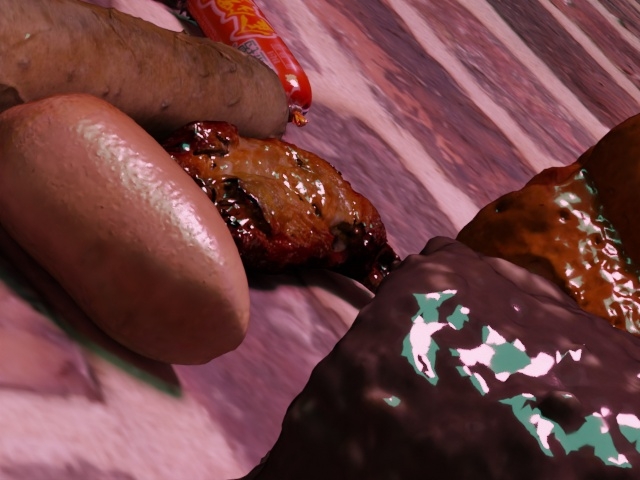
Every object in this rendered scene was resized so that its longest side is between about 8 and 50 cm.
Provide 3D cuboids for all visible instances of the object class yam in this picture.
[{"bbox_3d":[-0.140,-0.087,0.857,0.083,0.083,0.371,46,21,23],"label":"yam"}]

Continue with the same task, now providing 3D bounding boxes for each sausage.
[{"bbox_3d":[-0.045,-0.121,1.133,0.050,0.048,0.145,11,35,-41],"label":"sausage"}]

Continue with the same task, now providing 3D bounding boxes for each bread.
[{"bbox_3d":[0.157,0.037,0.868,0.232,0.247,0.135,7,47,-36],"label":"bread"}]

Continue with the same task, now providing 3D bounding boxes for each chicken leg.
[{"bbox_3d":[0.000,0.000,0.936,0.253,0.051,0.106,26,29,-31],"label":"chicken leg"}]

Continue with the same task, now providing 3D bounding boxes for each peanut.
[{"bbox_3d":[-0.089,-0.006,0.761,0.152,0.076,0.076,46,21,13],"label":"peanut"}]

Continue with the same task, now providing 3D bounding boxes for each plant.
[{"bbox_3d":[0.079,0.117,0.625,0.234,0.178,0.204,35,18,9],"label":"plant"}]
